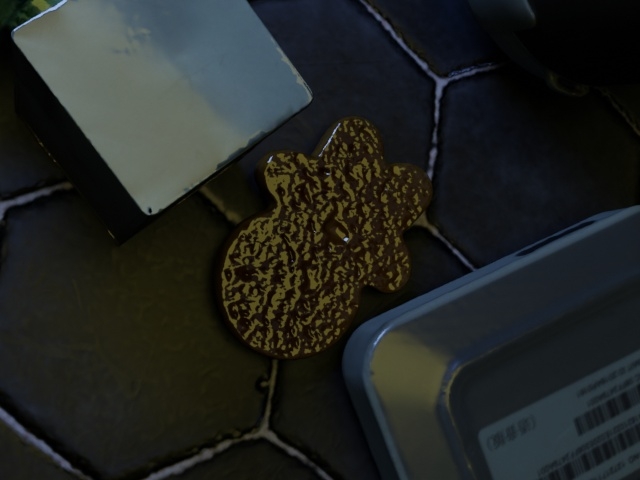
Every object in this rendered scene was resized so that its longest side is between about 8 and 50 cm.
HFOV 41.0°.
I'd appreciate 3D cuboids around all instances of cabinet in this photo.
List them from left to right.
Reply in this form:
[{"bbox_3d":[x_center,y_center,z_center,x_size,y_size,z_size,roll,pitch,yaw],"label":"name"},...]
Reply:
[{"bbox_3d":[-0.129,-0.103,0.655,0.150,0.206,0.145,-39,97,-19],"label":"cabinet"}]

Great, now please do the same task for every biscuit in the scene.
[{"bbox_3d":[0.000,0.000,0.777,0.180,0.039,0.236,44,72,-14],"label":"biscuit"}]

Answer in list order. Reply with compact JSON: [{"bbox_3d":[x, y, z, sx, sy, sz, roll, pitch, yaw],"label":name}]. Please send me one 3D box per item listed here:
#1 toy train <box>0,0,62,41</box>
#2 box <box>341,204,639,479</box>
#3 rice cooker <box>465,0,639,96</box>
[{"bbox_3d":[-0.291,-0.312,0.634,0.369,0.150,0.237,45,49,-12],"label":"toy train"},{"bbox_3d":[0.238,0.192,0.805,0.367,0.090,0.373,-23,94,-20],"label":"box"},{"bbox_3d":[0.308,-0.306,0.772,0.335,0.325,0.335,-4,98,-27],"label":"rice cooker"}]
